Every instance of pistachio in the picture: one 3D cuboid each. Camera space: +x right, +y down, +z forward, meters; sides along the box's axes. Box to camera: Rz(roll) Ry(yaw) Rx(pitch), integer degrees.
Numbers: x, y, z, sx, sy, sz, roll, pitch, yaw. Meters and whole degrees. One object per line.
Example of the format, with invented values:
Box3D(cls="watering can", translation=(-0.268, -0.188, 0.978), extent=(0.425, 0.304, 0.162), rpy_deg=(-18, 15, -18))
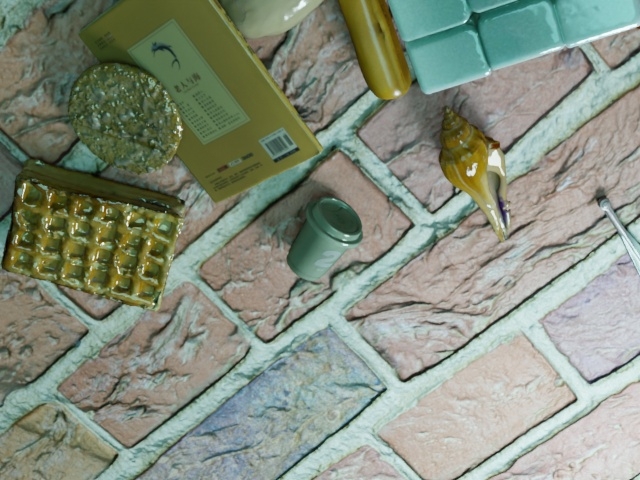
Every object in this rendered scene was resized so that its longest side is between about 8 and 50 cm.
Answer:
Box3D(cls="pistachio", translation=(-0.072, -0.402, 1.357), extent=(0.223, 0.126, 0.152), rpy_deg=(-21, 159, 15))

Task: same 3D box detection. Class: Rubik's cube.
Box3D(cls="Rubik's cube", translation=(0.255, -0.442, 1.212), extent=(0.315, 0.319, 0.322), rpy_deg=(-16, 114, 23))

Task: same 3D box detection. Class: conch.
Box3D(cls="conch", translation=(0.276, -0.118, 1.529), extent=(0.093, 0.109, 0.330), rpy_deg=(12, 147, 35))

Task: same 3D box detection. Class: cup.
Box3D(cls="cup", translation=(0.000, 0.000, 1.569), extent=(0.120, 0.120, 0.141), rpy_deg=(31, 123, -14))

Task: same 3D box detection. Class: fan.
Box3D(cls="fan", translation=(0.605, 0.026, 1.634), extent=(0.057, 0.023, 0.282), rpy_deg=(-33, 112, 23))

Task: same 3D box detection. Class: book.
Box3D(cls="book", translation=(-0.203, -0.253, 1.429), extent=(0.269, 0.032, 0.389), rpy_deg=(-20, 117, 35))

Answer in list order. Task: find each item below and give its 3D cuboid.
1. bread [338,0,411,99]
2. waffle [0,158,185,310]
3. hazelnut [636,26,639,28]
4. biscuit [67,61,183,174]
Box3D(cls="bread", translation=(0.084, -0.351, 1.411), extent=(0.073, 0.092, 0.239), rpy_deg=(-10, 116, 27))
Box3D(cls="waffle", translation=(-0.419, -0.011, 1.565), extent=(0.308, 0.091, 0.213), rpy_deg=(15, 114, -9))
Box3D(cls="hazelnut", translation=(0.540, -0.419, 1.366), extent=(0.143, 0.143, 0.154), rpy_deg=(-1, 99, 0))
Box3D(cls="biscuit", translation=(-0.339, -0.210, 1.474), extent=(0.219, 0.033, 0.220), rpy_deg=(9, 127, 12))
